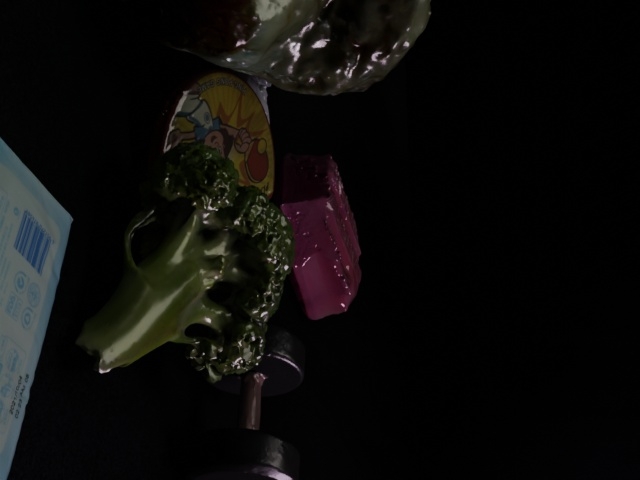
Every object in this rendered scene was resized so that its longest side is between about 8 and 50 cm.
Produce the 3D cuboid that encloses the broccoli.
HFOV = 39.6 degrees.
[{"bbox_3d":[-0.163,0.054,1.084,0.254,0.186,0.302,47,67,-40],"label":"broccoli"}]

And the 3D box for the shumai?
[{"bbox_3d":[-0.075,-0.356,1.195,0.323,0.397,0.324,-11,121,-38],"label":"shumai"}]

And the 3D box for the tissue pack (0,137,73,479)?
[{"bbox_3d":[-0.292,0.051,0.696,0.177,0.089,0.263,61,28,-53],"label":"tissue pack"}]

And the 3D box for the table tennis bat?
[{"bbox_3d":[-0.141,-0.047,1.286,0.268,0.051,0.415,-46,137,-45],"label":"table tennis bat"}]

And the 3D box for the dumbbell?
[{"bbox_3d":[-0.099,0.236,1.223,0.152,0.152,0.218,64,24,-52],"label":"dumbbell"}]

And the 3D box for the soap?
[{"bbox_3d":[0.000,0.000,1.774,0.325,0.127,0.220,69,21,-46],"label":"soap"}]

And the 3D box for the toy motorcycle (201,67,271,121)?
[{"bbox_3d":[-0.125,-0.191,1.429,0.171,0.110,0.260,75,16,-48],"label":"toy motorcycle"}]
